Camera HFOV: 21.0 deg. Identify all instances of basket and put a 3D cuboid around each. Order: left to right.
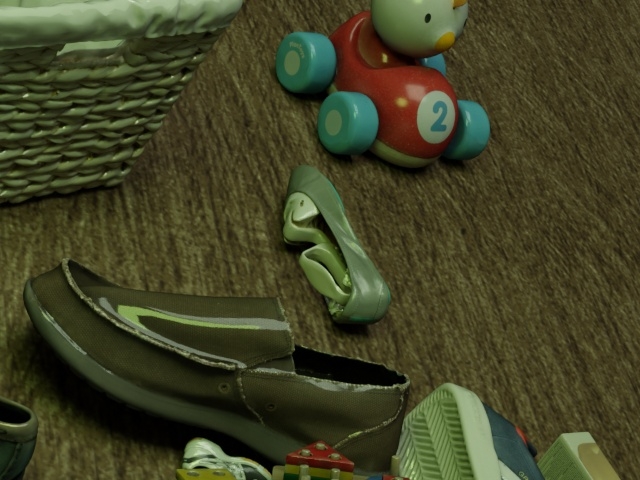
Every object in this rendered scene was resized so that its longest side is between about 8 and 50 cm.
[{"bbox_3d":[-0.317,-0.222,1.616,0.328,0.266,0.331,-13,53,-48],"label":"basket"}]

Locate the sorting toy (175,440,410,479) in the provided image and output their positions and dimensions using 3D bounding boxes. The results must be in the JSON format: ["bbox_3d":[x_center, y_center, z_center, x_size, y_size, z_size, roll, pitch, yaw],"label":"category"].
[{"bbox_3d":[0.017,0.202,1.407,0.274,0.046,0.132,7,12,-1],"label":"sorting toy"}]

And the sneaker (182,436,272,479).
[{"bbox_3d":[-0.081,0.202,1.481,0.083,0.032,0.037,24,51,-8],"label":"sneaker"}]

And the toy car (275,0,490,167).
[{"bbox_3d":[0.111,-0.229,2.001,0.219,0.238,0.210,0,45,-39],"label":"toy car"}]

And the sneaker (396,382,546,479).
[{"bbox_3d":[0.159,0.282,1.487,0.148,0.131,0.350,31,37,-27],"label":"sneaker"}]

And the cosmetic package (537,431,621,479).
[{"bbox_3d":[0.260,0.247,1.670,0.041,0.060,0.115,1,46,-39],"label":"cosmetic package"}]

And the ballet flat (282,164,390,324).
[{"bbox_3d":[0.000,0.000,1.768,0.068,0.072,0.213,-4,47,-34],"label":"ballet flat"}]

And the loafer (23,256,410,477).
[{"bbox_3d":[-0.080,0.093,1.502,0.366,0.130,0.134,25,13,-18],"label":"loafer"}]

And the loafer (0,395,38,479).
[{"bbox_3d":[-0.337,0.101,1.343,0.267,0.084,0.096,31,33,-3],"label":"loafer"}]
